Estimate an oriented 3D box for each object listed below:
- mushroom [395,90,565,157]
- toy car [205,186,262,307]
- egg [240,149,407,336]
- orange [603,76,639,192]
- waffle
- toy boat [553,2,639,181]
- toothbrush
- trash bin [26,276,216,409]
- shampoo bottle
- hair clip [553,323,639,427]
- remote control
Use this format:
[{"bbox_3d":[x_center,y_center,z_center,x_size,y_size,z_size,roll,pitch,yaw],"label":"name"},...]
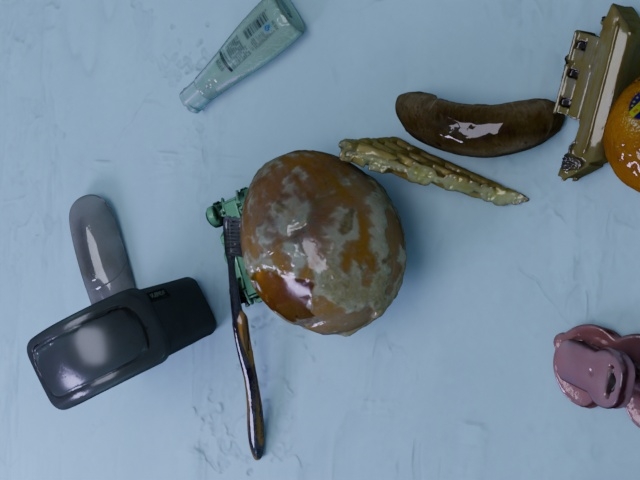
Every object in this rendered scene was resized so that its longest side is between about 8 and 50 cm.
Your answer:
[{"bbox_3d":[0.167,-0.131,1.723,0.210,0.094,0.072,7,92,27],"label":"mushroom"},{"bbox_3d":[-0.091,0.009,1.902,0.073,0.054,0.143,-25,77,31],"label":"toy car"},{"bbox_3d":[0.000,0.000,1.768,0.195,0.195,0.233,-38,76,27],"label":"egg"},{"bbox_3d":[0.363,-0.107,1.585,0.135,0.117,0.135,-22,40,19],"label":"orange"},{"bbox_3d":[0.127,-0.074,1.728,0.191,0.125,0.032,26,106,31],"label":"waffle"},{"bbox_3d":[0.298,-0.161,1.659,0.077,0.057,0.200,20,102,34],"label":"toy boat"},{"bbox_3d":[-0.094,0.124,1.881,0.031,0.023,0.321,6,110,30],"label":"toothbrush"},{"bbox_3d":[-0.246,0.124,1.877,0.177,0.236,0.101,-29,87,20],"label":"trash bin"},{"bbox_3d":[-0.103,-0.229,1.910,0.191,0.041,0.069,-40,77,26],"label":"shampoo bottle"},{"bbox_3d":[0.329,0.143,1.663,0.138,0.102,0.123,17,100,63],"label":"hair clip"},{"bbox_3d":[-0.291,0.049,2.030,0.073,0.044,0.229,-19,82,28],"label":"remote control"}]
